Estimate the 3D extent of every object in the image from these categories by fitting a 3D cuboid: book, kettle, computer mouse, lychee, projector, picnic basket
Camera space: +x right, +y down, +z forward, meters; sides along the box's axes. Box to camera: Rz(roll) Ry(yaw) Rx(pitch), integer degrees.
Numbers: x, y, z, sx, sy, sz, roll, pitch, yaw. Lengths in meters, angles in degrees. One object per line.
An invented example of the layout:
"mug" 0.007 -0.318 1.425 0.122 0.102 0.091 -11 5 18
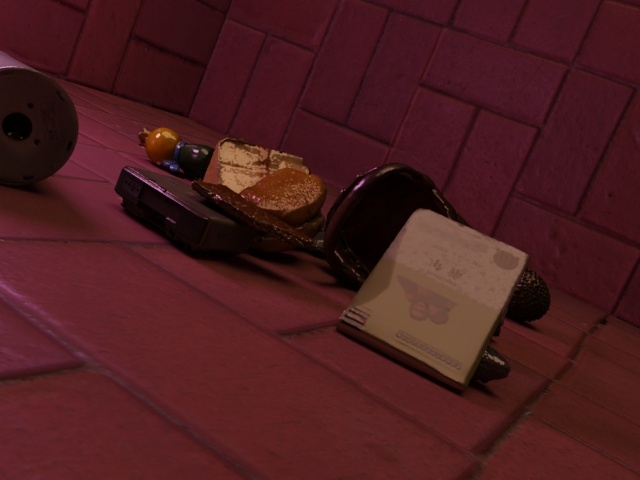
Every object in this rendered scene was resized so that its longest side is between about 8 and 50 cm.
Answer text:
"book" 0.212 0.085 1.238 0.239 0.035 0.352 25 47 17
"kettle" -0.617 -0.224 1.276 0.318 0.265 0.205 33 -18 47
"computer mouse" 0.000 0.000 1.775 0.089 0.056 0.181 1 20 6
"lychee" 0.578 0.160 1.999 0.171 0.171 0.171 22 9 -4
"projector" -0.257 -0.052 1.364 0.269 0.088 0.193 30 10 33
"picnic basket" 0.130 -0.028 1.491 0.337 0.293 0.337 36 8 -6

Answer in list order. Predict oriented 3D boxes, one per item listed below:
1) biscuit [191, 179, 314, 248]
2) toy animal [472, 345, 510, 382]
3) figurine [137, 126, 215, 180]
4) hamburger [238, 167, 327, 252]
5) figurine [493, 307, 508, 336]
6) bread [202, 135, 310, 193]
"biscuit" -0.129 -0.047 1.332 0.237 0.026 0.131 32 12 15
"toy animal" 0.210 0.183 1.222 0.253 0.070 0.079 24 0 30
"figurine" -0.421 -0.256 2.083 0.234 0.127 0.185 11 -5 11
"hamburger" -0.078 -0.051 1.525 0.157 0.144 0.283 24 35 22
"figurine" 0.350 0.151 1.585 0.147 0.126 0.192 10 -4 -17
"bread" -0.139 -0.121 1.709 0.263 0.198 0.236 11 20 -24
